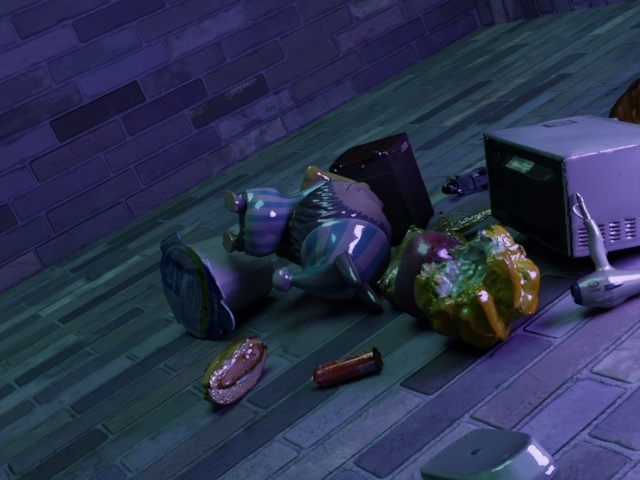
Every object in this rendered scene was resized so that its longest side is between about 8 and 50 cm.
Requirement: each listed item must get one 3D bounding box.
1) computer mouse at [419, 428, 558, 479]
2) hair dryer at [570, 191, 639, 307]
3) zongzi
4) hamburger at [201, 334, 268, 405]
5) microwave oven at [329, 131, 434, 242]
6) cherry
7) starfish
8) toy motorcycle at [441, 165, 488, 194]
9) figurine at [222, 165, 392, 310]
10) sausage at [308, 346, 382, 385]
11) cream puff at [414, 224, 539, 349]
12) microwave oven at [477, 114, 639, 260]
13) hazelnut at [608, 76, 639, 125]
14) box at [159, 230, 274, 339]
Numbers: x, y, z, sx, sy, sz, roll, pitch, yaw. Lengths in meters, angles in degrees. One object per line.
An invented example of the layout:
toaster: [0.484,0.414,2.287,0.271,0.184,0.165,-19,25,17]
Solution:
computer mouse: [0.228,0.313,1.190,0.128,0.079,0.231,-26,3,-17]
hair dryer: [0.516,0.017,1.522,0.167,0.199,0.067,2,-8,2]
zongzi: [0.238,0.073,1.844,0.197,0.099,0.194,21,58,26]
hamburger: [-0.184,0.271,1.796,0.102,0.087,0.176,-21,22,49]
microwave oven: [0.149,-0.120,2.217,0.188,0.247,0.178,-13,18,25]
cherry: [0.226,0.069,1.716,0.176,0.176,0.140,-30,43,-20]
starfish: [0.294,-0.002,2.017,0.295,0.048,0.231,-23,23,21]
toy motorcycle: [0.401,-0.159,2.313,0.173,0.058,0.100,-18,12,13]
figurine: [0.000,0.000,1.936,0.361,0.266,0.378,-2,17,-18]
sausage: [0.043,0.241,1.654,0.145,0.048,0.050,-21,13,16]
cream puff: [0.287,0.102,1.563,0.221,0.194,0.194,-37,15,16]
microwave oven: [0.509,-0.106,1.735,0.286,0.218,0.355,-12,17,-12]
hazelnut: [0.744,-0.262,1.917,0.251,0.217,0.217,-41,5,37]
box: [-0.225,0.092,2.135,0.206,0.262,0.291,-24,38,-37]
